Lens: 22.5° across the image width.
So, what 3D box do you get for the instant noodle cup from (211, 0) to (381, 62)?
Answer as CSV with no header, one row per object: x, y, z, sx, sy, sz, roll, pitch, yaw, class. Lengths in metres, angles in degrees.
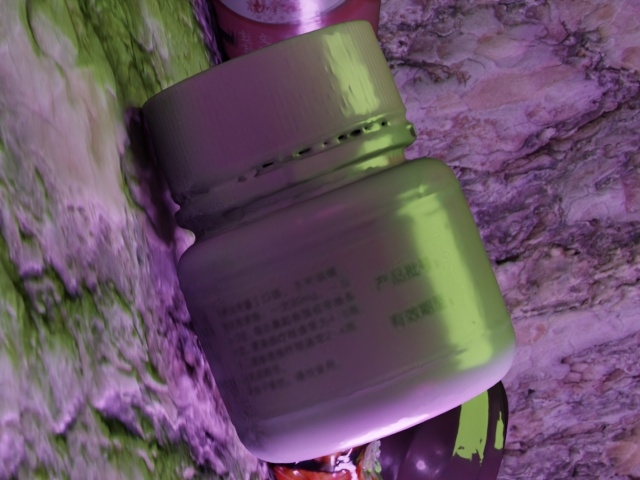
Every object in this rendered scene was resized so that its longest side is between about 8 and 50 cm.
-0.028,-0.271,1.926,0.235,0.234,0.179,-93,180,-58,instant noodle cup

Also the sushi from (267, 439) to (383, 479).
-0.004,0.179,1.631,0.332,0.124,0.130,74,17,-48,sushi

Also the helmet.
0.112,0.238,1.834,0.177,0.225,0.305,-38,-146,51,helmet

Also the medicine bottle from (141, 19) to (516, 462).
0.000,0.000,1.363,0.256,0.256,0.325,-30,98,-84,medicine bottle
